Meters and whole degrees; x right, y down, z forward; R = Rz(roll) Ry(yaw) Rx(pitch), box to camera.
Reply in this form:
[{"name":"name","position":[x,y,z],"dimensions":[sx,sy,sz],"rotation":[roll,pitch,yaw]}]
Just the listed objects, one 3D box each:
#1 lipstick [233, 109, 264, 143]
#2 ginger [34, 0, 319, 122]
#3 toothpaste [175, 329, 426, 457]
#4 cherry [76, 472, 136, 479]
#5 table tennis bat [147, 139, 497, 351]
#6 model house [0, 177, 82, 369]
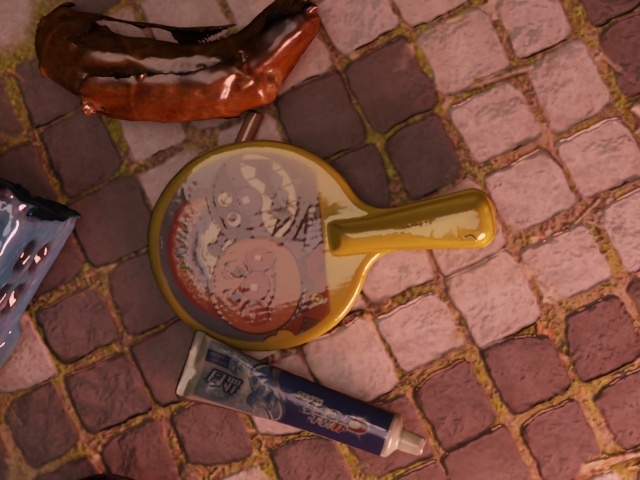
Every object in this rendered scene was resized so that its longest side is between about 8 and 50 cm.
[{"name":"lipstick","position":[-0.087,-0.094,1.508],"dimensions":[0.019,0.019,0.094],"rotation":[24,92,6]},{"name":"ginger","position":[-0.156,-0.186,1.480],"dimensions":[0.309,0.107,0.133],"rotation":[4,65,7]},{"name":"toothpaste","position":[-0.018,0.171,1.478],"dimensions":[0.268,0.047,0.069],"rotation":[19,125,8]},{"name":"cherry","position":[-0.221,0.329,1.430],"dimensions":[0.195,0.195,0.195],"rotation":[0,88,6]},{"name":"table tennis bat","position":[0.000,0.000,1.478],"dimensions":[0.368,0.054,0.224],"rotation":[-6,96,6]},{"name":"model house","position":[-0.428,0.037,1.452],"dimensions":[0.237,0.215,0.303],"rotation":[28,96,6]}]
